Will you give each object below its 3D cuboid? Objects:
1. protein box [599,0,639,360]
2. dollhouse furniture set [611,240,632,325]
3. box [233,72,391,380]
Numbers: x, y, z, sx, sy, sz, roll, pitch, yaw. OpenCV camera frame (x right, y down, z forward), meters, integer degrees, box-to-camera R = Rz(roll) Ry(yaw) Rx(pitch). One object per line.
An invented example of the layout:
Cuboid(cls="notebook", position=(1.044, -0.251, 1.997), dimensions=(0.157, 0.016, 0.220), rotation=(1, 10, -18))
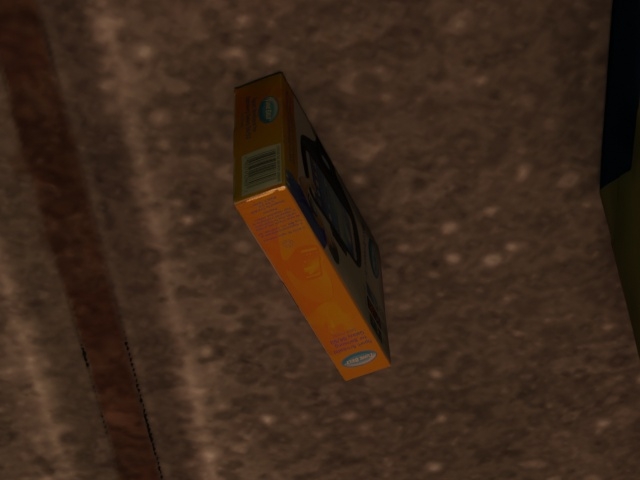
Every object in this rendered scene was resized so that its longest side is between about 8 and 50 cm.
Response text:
Cuboid(cls="protein box", position=(0.228, -0.059, 0.642), dimensions=(0.201, 0.136, 0.199), rotation=(-3, 131, 1))
Cuboid(cls="dollhouse furniture set", position=(0.337, 0.112, 0.759), dimensions=(0.303, 0.198, 0.286), rotation=(-19, 130, 14))
Cuboid(cls="box", position=(0.000, 0.000, 0.722), dimensions=(0.028, 0.081, 0.136), rotation=(-21, 130, 15))
